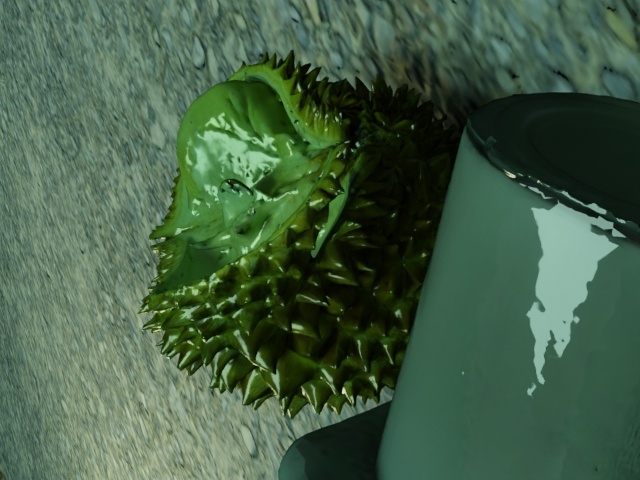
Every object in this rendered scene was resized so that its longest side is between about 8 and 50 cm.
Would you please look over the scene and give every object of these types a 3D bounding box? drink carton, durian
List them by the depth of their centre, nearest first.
[{"bbox_3d":[0.118,0.050,0.487,0.191,0.185,0.190,36,122,37],"label":"drink carton"},{"bbox_3d":[0.000,-0.001,0.661,0.200,0.176,0.237,-64,19,9],"label":"durian"}]
